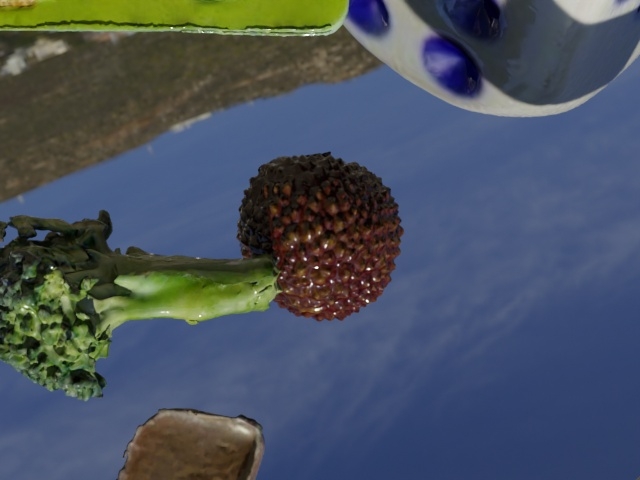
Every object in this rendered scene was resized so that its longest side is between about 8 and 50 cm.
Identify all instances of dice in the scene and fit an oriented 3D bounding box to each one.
[{"bbox_3d":[0.187,-0.308,1.034,0.304,0.277,0.304,40,-119,18],"label":"dice"}]

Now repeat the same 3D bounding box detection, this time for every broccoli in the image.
[{"bbox_3d":[-0.192,0.047,1.109,0.275,0.177,0.198,-15,-155,-22],"label":"broccoli"}]

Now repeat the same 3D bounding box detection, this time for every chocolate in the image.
[{"bbox_3d":[-0.151,0.318,1.253,0.161,0.083,0.261,10,-109,18],"label":"chocolate"}]

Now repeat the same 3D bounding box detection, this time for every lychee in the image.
[{"bbox_3d":[0.000,0.000,1.194,0.188,0.188,0.188,-16,-156,7],"label":"lychee"}]

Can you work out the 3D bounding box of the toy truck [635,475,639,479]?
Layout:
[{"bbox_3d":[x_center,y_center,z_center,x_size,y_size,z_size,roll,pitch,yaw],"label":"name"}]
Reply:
[{"bbox_3d":[0.549,0.309,1.451,0.387,0.207,0.173,-42,-143,-1],"label":"toy truck"}]

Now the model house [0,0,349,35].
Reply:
[{"bbox_3d":[-0.137,-0.249,0.587,0.358,0.242,0.313,3,179,1],"label":"model house"}]
